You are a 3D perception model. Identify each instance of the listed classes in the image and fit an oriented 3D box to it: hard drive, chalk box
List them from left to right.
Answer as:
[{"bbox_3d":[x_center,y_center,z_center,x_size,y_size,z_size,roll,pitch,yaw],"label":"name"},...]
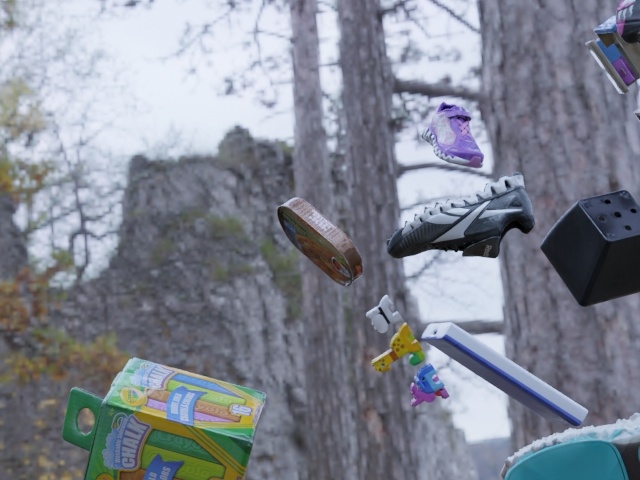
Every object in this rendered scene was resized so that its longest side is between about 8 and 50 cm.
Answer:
[{"bbox_3d":[-0.248,0.303,1.571,0.289,0.180,0.179,14,16,0],"label":"chalk box"},{"bbox_3d":[0.365,0.269,2.123,0.319,0.040,0.210,33,-8,-3],"label":"hard drive"}]

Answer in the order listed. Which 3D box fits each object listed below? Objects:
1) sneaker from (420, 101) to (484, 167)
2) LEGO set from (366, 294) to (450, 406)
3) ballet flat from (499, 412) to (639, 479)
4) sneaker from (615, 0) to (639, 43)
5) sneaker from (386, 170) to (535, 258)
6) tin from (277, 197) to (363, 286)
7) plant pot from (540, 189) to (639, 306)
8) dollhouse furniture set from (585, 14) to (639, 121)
[{"bbox_3d":[0.290,-0.231,2.246,0.095,0.104,0.236,13,22,-21],"label":"sneaker"},{"bbox_3d":[0.147,0.224,1.935,0.093,0.227,0.087,-32,6,-1],"label":"LEGO set"},{"bbox_3d":[0.491,0.350,1.679,0.409,0.146,0.147,-13,-14,4],"label":"ballet flat"},{"bbox_3d":[0.594,-0.425,1.907,0.072,0.178,0.077,6,-29,39],"label":"sneaker"},{"bbox_3d":[0.216,-0.012,1.556,0.234,0.106,0.078,-24,-18,-5],"label":"sneaker"},{"bbox_3d":[0.000,0.000,1.759,0.040,0.190,0.106,-38,-30,-18],"label":"tin"},{"bbox_3d":[0.608,0.001,2.225,0.188,0.188,0.167,-12,-41,-18],"label":"plant pot"},{"bbox_3d":[0.720,-0.373,2.135,0.198,0.286,0.303,-37,6,6],"label":"dollhouse furniture set"}]
